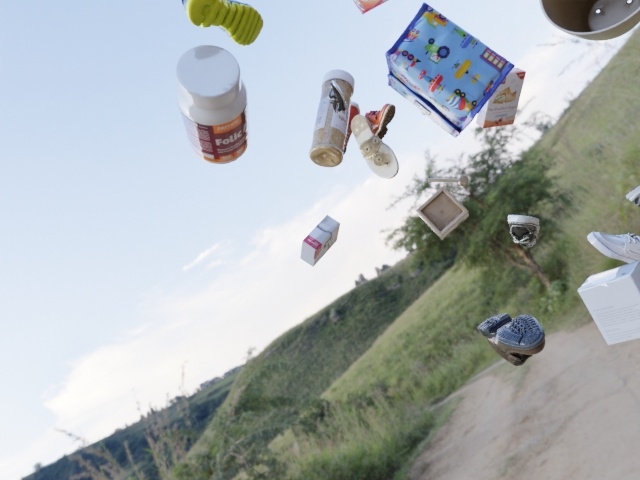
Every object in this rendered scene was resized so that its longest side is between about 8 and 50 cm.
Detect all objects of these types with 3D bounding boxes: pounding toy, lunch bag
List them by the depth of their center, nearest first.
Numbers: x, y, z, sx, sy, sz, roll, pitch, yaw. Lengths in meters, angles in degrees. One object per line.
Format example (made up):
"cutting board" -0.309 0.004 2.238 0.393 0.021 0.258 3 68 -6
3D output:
"lunch bag" 0.262 -0.350 1.052 0.138 0.221 0.293 -52 -5 0
"pounding toy" 0.441 -0.140 1.635 0.206 0.181 0.094 -43 -19 8

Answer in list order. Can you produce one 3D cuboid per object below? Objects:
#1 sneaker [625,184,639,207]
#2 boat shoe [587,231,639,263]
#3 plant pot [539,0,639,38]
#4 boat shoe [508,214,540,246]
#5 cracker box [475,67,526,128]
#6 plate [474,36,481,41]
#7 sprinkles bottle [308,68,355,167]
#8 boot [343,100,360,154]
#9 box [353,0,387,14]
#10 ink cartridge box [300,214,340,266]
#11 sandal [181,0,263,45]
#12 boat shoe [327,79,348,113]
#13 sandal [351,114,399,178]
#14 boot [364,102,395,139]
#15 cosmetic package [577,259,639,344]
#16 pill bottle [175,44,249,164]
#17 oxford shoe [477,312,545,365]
"sneaker" 0.978 -0.157 1.328 0.072 0.077 0.178 -12 -28 -50
"boat shoe" 0.981 0.015 1.487 0.258 0.095 0.084 18 -51 -13
"plant pot" 0.722 -0.615 1.175 0.274 0.256 0.256 -5 -33 -52
"boat shoe" 0.585 -0.024 1.330 0.078 0.070 0.219 8 -6 35
"cracker box" 0.765 -0.605 1.981 0.155 0.067 0.232 -11 -53 -11
"plate" 0.430 -0.531 1.432 0.024 0.188 0.188 18 -46 -26
"sprinkles bottle" 0.042 -0.433 1.642 0.121 0.355 0.121 8 -25 4
"boot" 0.112 -0.489 2.083 0.088 0.176 0.244 16 -26 0
"box" 0.175 -0.720 1.140 0.154 0.142 0.300 -5 47 48
"ink cartridge box" 0.000 0.000 1.617 0.150 0.063 0.109 -47 -19 -31
"sandal" -0.302 -0.704 1.428 0.126 0.138 0.317 -51 -24 22
"boat shoe" 0.038 -0.353 1.156 0.038 0.046 0.125 -28 -12 8
"sandal" 0.133 -0.274 1.341 0.079 0.240 0.088 5 -40 -45
"boot" 0.169 -0.366 1.391 0.059 0.084 0.158 -39 -10 -24
"cosmetic package" 0.892 0.182 1.368 0.151 0.184 0.151 -20 -8 -44
"pill bottle" -0.349 -0.436 1.539 0.224 0.224 0.392 -26 -13 -14
"oxford shoe" 0.397 0.203 0.928 0.083 0.096 0.227 -31 -6 1
